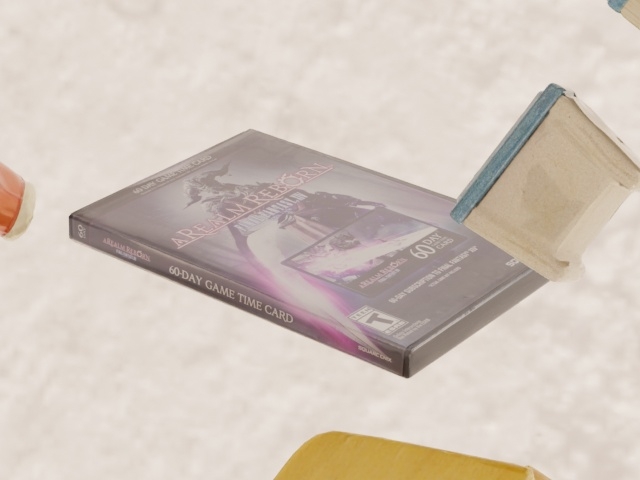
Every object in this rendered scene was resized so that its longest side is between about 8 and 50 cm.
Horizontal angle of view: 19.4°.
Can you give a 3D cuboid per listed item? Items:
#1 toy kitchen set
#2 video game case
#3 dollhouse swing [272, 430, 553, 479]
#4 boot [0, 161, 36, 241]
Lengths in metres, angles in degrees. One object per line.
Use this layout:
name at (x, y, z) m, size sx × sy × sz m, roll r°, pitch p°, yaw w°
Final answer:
toy kitchen set at (0.147, -0.075, 0.972) m, size 0.122 × 0.207 × 0.166 m, roll 41°, pitch 104°, yaw 16°
video game case at (0.000, 0.000, 1.238) m, size 0.274 × 0.196 × 0.026 m, roll 21°, pitch 122°, yaw 31°
dollhouse swing at (-0.060, 0.225, 1.134) m, size 0.305 × 0.347 × 0.315 m, roll 32°, pitch 74°, yaw 24°
boot at (-0.234, -0.037, 1.248) m, size 0.059 × 0.084 × 0.158 m, roll -64°, pitch 21°, yaw 7°
